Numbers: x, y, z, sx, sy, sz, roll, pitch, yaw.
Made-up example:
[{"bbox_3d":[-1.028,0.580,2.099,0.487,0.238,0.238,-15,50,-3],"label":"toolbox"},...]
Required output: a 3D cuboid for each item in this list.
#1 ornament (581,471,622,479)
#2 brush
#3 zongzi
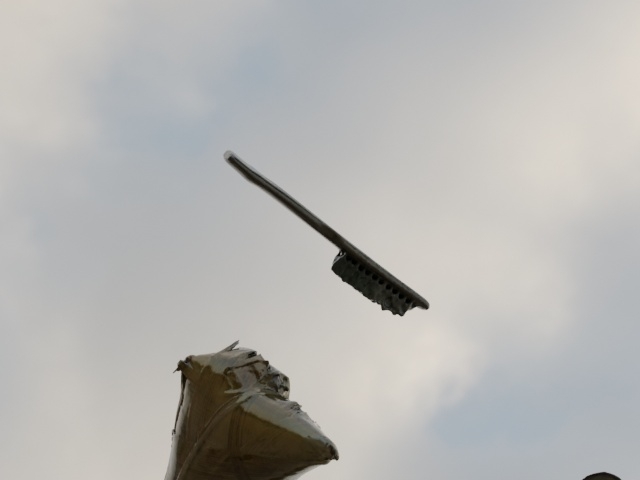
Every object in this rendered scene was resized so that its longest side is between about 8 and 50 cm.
[{"bbox_3d":[0.265,0.246,1.616,0.081,0.156,0.075,-8,-108,29],"label":"ornament"},{"bbox_3d":[0.000,0.000,1.381,0.190,0.027,0.034,38,1,-17],"label":"brush"},{"bbox_3d":[-0.058,0.208,1.624,0.197,0.099,0.194,35,-59,46],"label":"zongzi"}]
